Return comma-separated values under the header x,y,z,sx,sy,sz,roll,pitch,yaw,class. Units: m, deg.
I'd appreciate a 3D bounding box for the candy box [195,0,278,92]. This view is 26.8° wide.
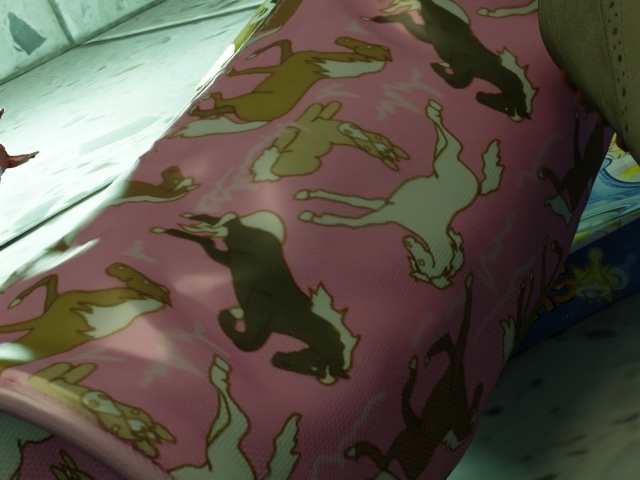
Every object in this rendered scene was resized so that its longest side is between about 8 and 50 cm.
x,y,z,sx,sy,sz,roll,pitch,yaw,class
0.048,-0.223,1.181,0.183,0.087,0.316,-1,47,53,candy box

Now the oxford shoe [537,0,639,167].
x,y,z,sx,sy,sz,roll,pitch,yaw,class
0.150,-0.060,0.487,0.130,0.123,0.348,-32,47,48,oxford shoe

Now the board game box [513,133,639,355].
x,y,z,sx,sy,sz,roll,pitch,yaw,class
0.103,0.005,0.675,0.201,0.035,0.136,-27,18,-10,board game box

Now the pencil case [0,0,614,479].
x,y,z,sx,sy,sz,roll,pitch,yaw,class
0.000,0.000,0.530,0.167,0.160,0.386,1,38,31,pencil case

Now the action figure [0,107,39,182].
x,y,z,sx,sy,sz,roll,pitch,yaw,class
-0.405,-0.018,1.260,0.370,0.248,0.276,-19,-9,19,action figure
